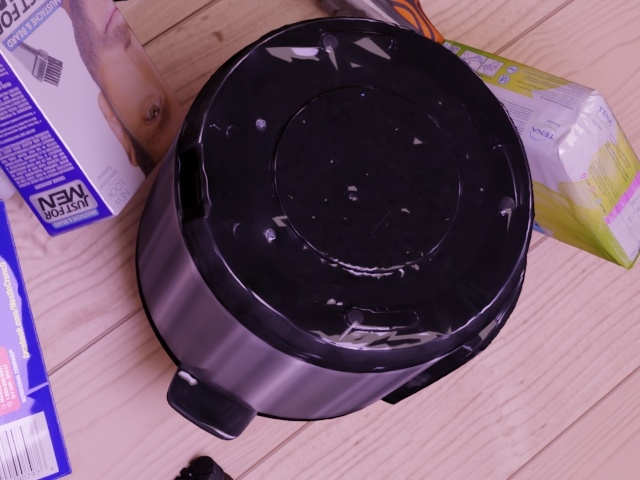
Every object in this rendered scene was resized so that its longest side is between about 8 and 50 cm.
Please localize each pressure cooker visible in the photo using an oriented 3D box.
[{"bbox_3d":[-0.004,-0.005,1.602,0.369,0.420,0.376,-12,76,-20],"label":"pressure cooker"}]

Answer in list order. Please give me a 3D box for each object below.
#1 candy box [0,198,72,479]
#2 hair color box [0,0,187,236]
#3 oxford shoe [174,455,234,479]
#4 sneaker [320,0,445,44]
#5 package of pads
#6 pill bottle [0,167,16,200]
[{"bbox_3d":[-0.369,0.087,1.456,0.122,0.317,0.268,-17,103,-25],"label":"candy box"},{"bbox_3d":[-0.291,-0.196,1.543,0.339,0.110,0.185,58,38,-23],"label":"hair color box"},{"bbox_3d":[-0.165,0.366,1.742,0.227,0.083,0.096,-50,121,-13],"label":"oxford shoe"},{"bbox_3d":[0.075,-0.335,1.759,0.321,0.124,0.180,40,78,-27],"label":"sneaker"},{"bbox_3d":[0.262,-0.094,1.779,0.101,0.229,0.296,-57,142,-10],"label":"package of pads"},{"bbox_3d":[-0.373,-0.099,1.567,0.137,0.078,0.078,30,82,-28],"label":"pill bottle"}]
